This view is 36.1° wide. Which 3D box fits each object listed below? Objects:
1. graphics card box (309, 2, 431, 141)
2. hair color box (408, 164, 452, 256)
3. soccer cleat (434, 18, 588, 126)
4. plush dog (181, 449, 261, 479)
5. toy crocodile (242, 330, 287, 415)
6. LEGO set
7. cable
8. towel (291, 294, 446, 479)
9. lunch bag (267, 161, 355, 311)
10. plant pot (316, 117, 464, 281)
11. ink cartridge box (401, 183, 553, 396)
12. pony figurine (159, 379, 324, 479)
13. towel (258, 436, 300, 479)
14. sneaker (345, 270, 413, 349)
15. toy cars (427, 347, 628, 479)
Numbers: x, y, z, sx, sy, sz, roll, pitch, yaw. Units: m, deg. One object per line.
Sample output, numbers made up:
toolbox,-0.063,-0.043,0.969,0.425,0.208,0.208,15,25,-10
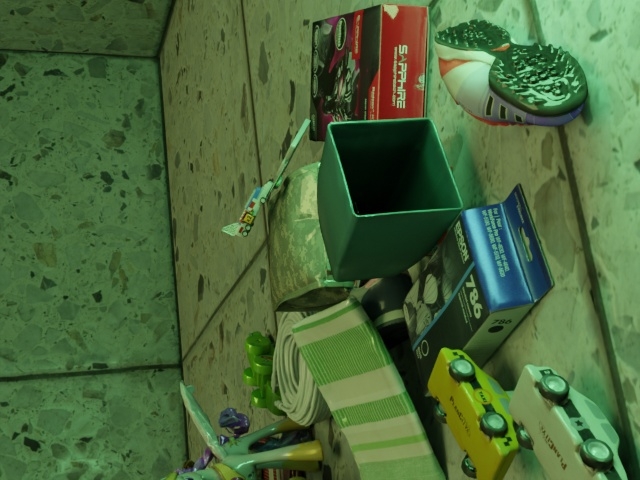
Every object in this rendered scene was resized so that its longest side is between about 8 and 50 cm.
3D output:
graphics card box,0.077,-0.282,1.726,0.371,0.094,0.233,-154,64,-71
hair color box,0.167,-0.051,1.533,0.072,0.043,0.141,-151,61,-67
soccer cleat,0.241,-0.190,1.244,0.318,0.108,0.117,-128,21,-59
plush dog,-0.249,0.651,2.438,0.262,0.225,0.211,-114,26,-49
toy crocodile,-0.124,0.314,2.367,0.340,0.105,0.115,-129,42,-69
LEGO set,-0.109,-0.109,1.883,0.244,0.060,0.182,-63,3,-31
cable,-0.026,0.261,2.064,0.257,0.089,0.257,-144,56,-67
towel,0.070,0.263,1.634,0.248,0.038,0.325,-33,80,59
lunch bag,0.000,0.000,1.848,0.287,0.168,0.236,136,132,-72
plant pot,0.084,-0.044,1.481,0.234,0.165,0.166,109,151,-55
ink cartridge box,0.208,0.078,1.386,0.333,0.065,0.166,116,149,-52
pony figurine,-0.191,0.467,2.113,0.351,0.363,0.303,-133,34,-76
towel,-0.095,0.605,2.372,0.329,0.037,0.237,163,104,-73
sneaker,0.081,0.125,1.706,0.319,0.112,0.131,-38,56,58
toy cars,0.258,0.230,1.212,0.393,0.087,0.177,179,85,-69
